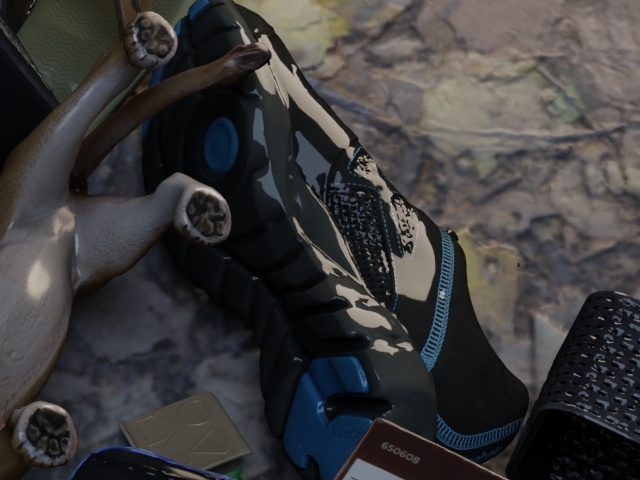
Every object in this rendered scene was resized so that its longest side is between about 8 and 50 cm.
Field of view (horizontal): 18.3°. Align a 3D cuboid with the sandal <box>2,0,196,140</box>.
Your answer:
[{"bbox_3d":[-0.149,-0.143,1.227,0.120,0.086,0.303,20,61,4],"label":"sandal"}]

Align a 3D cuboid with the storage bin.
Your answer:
[{"bbox_3d":[0.208,0.118,1.114,0.180,0.122,0.084,26,61,6],"label":"storage bin"}]

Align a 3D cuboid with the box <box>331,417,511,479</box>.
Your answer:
[{"bbox_3d":[0.059,0.230,0.964,0.167,0.203,0.168,24,58,21],"label":"box"}]

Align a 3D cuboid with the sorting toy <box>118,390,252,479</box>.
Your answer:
[{"bbox_3d":[-0.071,0.122,1.122,0.062,0.012,0.083,-17,43,-21],"label":"sorting toy"}]

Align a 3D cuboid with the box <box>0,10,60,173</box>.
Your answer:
[{"bbox_3d":[-0.356,-0.204,1.087,0.212,0.293,0.395,-33,70,-1],"label":"box"}]

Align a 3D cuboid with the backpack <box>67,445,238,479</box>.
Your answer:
[{"bbox_3d":[-0.091,0.172,1.063,0.114,0.084,0.105,22,60,-2],"label":"backpack"}]

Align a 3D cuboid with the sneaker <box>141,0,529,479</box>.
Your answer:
[{"bbox_3d":[0.000,0.000,1.174,0.139,0.125,0.341,1,54,-40],"label":"sneaker"}]

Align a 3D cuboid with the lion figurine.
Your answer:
[{"bbox_3d":[-0.181,0.047,1.073,0.142,0.240,0.392,47,50,-8],"label":"lion figurine"}]
